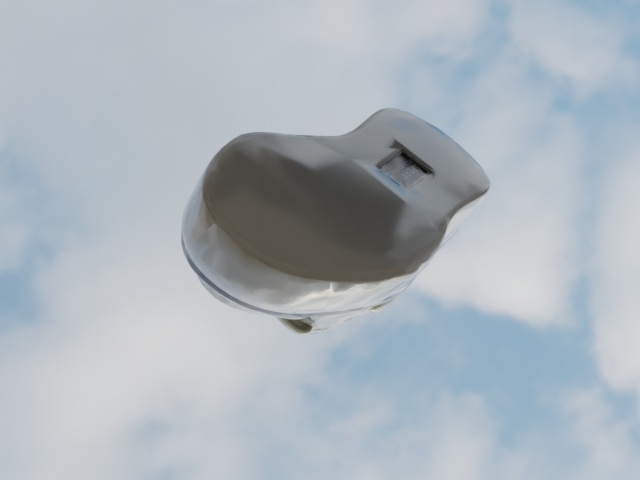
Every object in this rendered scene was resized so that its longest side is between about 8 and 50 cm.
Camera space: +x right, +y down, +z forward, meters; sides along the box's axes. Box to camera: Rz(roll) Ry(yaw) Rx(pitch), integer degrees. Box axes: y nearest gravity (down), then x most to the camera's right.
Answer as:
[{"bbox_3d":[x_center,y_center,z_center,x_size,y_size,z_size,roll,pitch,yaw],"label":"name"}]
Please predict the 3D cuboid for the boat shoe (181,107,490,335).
[{"bbox_3d":[0.000,0.000,0.755,0.096,0.088,0.267,39,-158,6],"label":"boat shoe"}]
